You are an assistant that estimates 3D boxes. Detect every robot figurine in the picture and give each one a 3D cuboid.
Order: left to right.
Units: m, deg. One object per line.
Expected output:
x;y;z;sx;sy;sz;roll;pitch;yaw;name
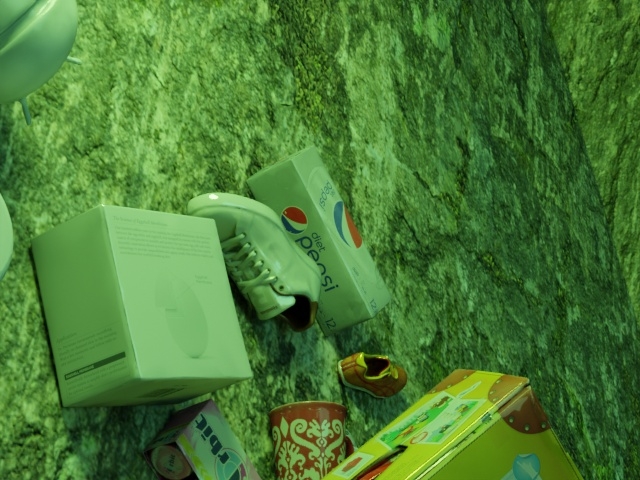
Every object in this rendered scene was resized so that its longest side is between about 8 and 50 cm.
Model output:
-0.429;-0.304;1.680;0.353;0.200;0.300;50;62;-25;robot figurine

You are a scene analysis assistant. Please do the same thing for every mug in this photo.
0.003;0.326;2.014;0.150;0.113;0.169;8;64;-25;mug

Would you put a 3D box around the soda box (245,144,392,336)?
0.000;0.000;2.252;0.286;0.098;0.091;62;30;-6;soda box

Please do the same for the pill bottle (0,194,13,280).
-0.446;0.023;1.351;0.160;0.283;0.160;36;42;-41;pill bottle

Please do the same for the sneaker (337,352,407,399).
0.098;0.218;2.290;0.175;0.067;0.064;15;57;-55;sneaker

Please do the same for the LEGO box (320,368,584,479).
0.130;0.462;1.809;0.500;0.193;0.372;-36;104;-22;LEGO box

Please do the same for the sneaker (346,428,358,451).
0.023;0.308;2.145;0.098;0.038;0.069;5;64;-67;sneaker

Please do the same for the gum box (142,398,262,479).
-0.140;0.318;1.852;0.188;0.062;0.107;60;31;-12;gum box

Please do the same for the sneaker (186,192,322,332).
-0.088;0.038;2.078;0.290;0.106;0.123;40;37;-40;sneaker

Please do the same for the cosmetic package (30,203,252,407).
-0.227;0.087;1.796;0.224;0.138;0.224;8;65;-55;cosmetic package
